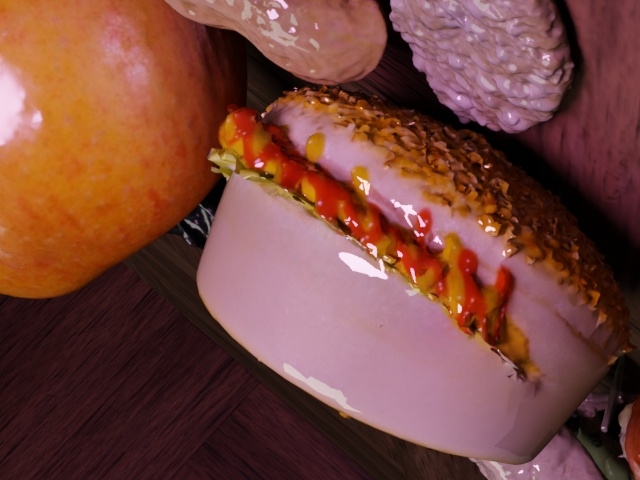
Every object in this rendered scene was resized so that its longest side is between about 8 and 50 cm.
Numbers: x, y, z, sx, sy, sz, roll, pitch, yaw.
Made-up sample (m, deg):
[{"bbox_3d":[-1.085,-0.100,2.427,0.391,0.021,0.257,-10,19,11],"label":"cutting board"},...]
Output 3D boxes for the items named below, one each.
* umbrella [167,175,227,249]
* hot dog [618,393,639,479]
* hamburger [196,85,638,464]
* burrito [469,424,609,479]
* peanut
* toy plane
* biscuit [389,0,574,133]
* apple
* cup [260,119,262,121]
[{"bbox_3d":[0.000,0.000,1.059,0.326,0.094,0.090,20,141,13],"label":"umbrella"},{"bbox_3d":[0.262,0.124,0.814,0.146,0.103,0.213,62,162,11],"label":"hot dog"},{"bbox_3d":[0.061,0.016,0.849,0.276,0.179,0.294,33,-175,27],"label":"hamburger"},{"bbox_3d":[0.205,0.218,1.024,0.392,0.076,0.117,47,165,4],"label":"burrito"},{"bbox_3d":[-0.041,-0.160,0.798,0.194,0.093,0.083,42,-166,14],"label":"peanut"},{"bbox_3d":[0.232,0.175,1.125,0.108,0.092,0.286,13,156,24],"label":"toy plane"},{"bbox_3d":[0.066,-0.133,0.688,0.133,0.032,0.250,28,161,49],"label":"biscuit"},{"bbox_3d":[-0.186,-0.107,0.934,0.275,0.299,0.299,60,169,5],"label":"apple"},{"bbox_3d":[-0.028,-0.036,1.185,0.133,0.099,0.136,45,168,-13],"label":"cup"}]
